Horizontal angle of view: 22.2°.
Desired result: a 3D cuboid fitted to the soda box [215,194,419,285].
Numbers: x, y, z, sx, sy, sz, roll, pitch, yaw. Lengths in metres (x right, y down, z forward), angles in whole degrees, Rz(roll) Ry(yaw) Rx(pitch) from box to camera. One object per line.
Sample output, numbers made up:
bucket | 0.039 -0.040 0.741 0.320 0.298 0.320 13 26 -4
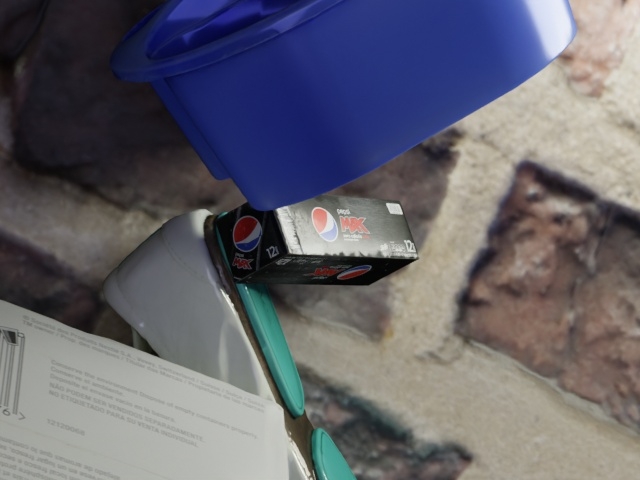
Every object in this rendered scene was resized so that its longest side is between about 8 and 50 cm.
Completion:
soda box | 0.000 0.000 1.248 0.169 0.060 0.053 4 64 -52

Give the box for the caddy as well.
caddy | 0.015 -0.174 1.185 0.341 0.241 0.179 -30 111 -10

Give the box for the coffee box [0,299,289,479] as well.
coffee box | -0.236 0.272 1.079 0.337 0.338 0.334 23 116 -17

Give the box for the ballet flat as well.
ballet flat | -0.051 0.169 1.289 0.139 0.139 0.400 -27 100 -10
